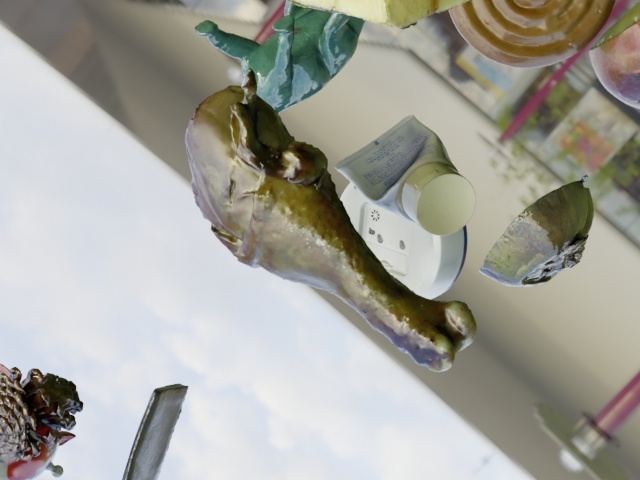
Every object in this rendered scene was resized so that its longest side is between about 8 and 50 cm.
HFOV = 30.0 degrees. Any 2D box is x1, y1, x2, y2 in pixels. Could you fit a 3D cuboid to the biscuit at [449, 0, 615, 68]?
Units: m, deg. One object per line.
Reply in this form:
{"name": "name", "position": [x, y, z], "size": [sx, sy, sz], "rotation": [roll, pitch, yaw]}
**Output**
{"name": "biscuit", "position": [0.312, -0.380, 1.745], "size": [0.262, 0.262, 0.037], "rotation": [38, -172, -10]}

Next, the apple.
{"name": "apple", "position": [0.513, -0.278, 1.786], "size": [0.207, 0.188, 0.174], "rotation": [-5, -118, -37]}

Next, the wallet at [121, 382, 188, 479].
{"name": "wallet", "position": [-0.245, 0.314, 1.638], "size": [0.025, 0.244, 0.124], "rotation": [19, -178, 11]}

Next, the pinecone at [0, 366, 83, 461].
{"name": "pinecone", "position": [-0.310, 0.180, 1.282], "size": [0.102, 0.102, 0.109], "rotation": [42, -157, 6]}

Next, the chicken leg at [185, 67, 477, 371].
{"name": "chicken leg", "position": [-0.013, 0.001, 1.249], "size": [0.361, 0.140, 0.211], "rotation": [51, 166, -4]}

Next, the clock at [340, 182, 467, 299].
{"name": "clock", "position": [0.127, -0.008, 1.944], "size": [0.083, 0.230, 0.230], "rotation": [-15, -128, -42]}

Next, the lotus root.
{"name": "lotus root", "position": [0.316, 0.006, 1.652], "size": [0.183, 0.203, 0.078], "rotation": [-19, -118, -44]}

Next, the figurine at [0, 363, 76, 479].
{"name": "figurine", "position": [-0.447, 0.275, 1.701], "size": [0.160, 0.183, 0.226], "rotation": [18, 169, 36]}

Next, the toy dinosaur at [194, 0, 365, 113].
{"name": "toy dinosaur", "position": [-0.019, -0.223, 1.678], "size": [0.129, 0.383, 0.331], "rotation": [41, 156, 35]}

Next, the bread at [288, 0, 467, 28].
{"name": "bread", "position": [0.063, -0.373, 1.263], "size": [0.163, 0.264, 0.167], "rotation": [22, -144, 33]}

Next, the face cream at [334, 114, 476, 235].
{"name": "face cream", "position": [0.099, -0.077, 1.343], "size": [0.070, 0.114, 0.224], "rotation": [58, 176, -27]}
